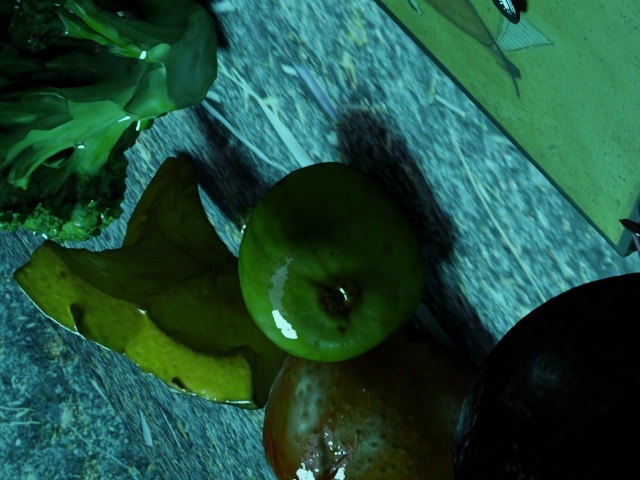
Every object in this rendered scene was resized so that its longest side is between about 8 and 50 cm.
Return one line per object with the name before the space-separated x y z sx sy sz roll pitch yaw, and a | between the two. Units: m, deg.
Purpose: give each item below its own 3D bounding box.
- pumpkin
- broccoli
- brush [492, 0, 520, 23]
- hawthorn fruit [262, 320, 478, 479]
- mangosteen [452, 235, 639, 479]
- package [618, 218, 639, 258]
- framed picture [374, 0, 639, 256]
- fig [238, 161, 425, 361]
pumpkin | -0.109 0.045 1.668 0.258 0.290 0.095 30 116 13
broccoli | -0.221 -0.139 1.516 0.275 0.308 0.308 9 139 33
brush | 0.087 -0.150 0.987 0.083 0.008 0.024 62 165 -26
hawthorn fruit | 0.031 0.155 1.476 0.179 0.200 0.179 33 -172 -6
mangosteen | 0.188 0.083 0.926 0.235 0.235 0.261 30 118 54
package | 0.202 0.020 1.041 0.059 0.029 0.083 38 172 40
framed picture | 0.078 -0.161 1.026 0.339 0.014 0.255 48 163 17
fig | 0.009 0.013 1.396 0.142 0.148 0.186 49 -160 -5
